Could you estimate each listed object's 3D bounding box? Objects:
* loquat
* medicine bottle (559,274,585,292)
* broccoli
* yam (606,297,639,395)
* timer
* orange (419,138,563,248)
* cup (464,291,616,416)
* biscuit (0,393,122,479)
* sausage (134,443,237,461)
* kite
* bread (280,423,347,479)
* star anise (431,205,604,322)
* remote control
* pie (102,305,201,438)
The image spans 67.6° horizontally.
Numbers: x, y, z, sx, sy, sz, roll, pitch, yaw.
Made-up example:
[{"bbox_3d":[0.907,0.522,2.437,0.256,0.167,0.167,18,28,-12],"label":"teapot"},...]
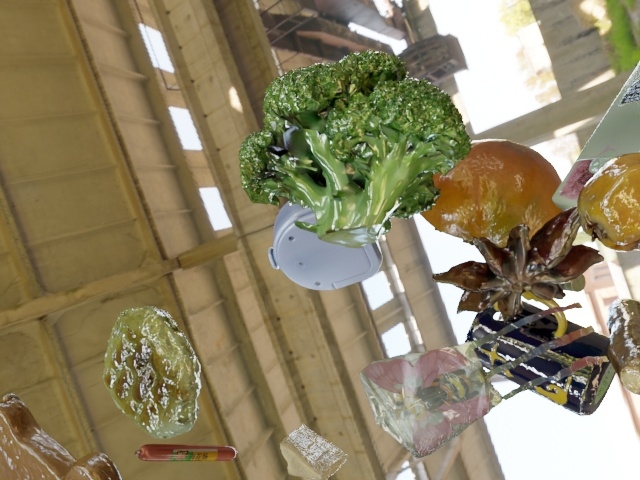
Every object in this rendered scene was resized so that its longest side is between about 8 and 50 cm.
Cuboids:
[{"bbox_3d":[0.410,-0.047,0.624,0.137,0.137,0.113,54,-166,-24],"label":"loquat"},{"bbox_3d":[0.548,0.090,1.080,0.047,0.083,0.047,-1,-87,-23],"label":"medicine bottle"},{"bbox_3d":[0.055,-0.141,0.810,0.321,0.414,0.309,-24,-77,-59],"label":"broccoli"},{"bbox_3d":[0.380,0.120,0.580,0.241,0.057,0.056,-16,-93,-60],"label":"yam"},{"bbox_3d":[0.000,0.000,1.651,0.395,0.395,0.173,45,-156,-34],"label":"timer"},{"bbox_3d":[0.371,-0.089,1.020,0.310,0.274,0.274,41,-141,-10],"label":"orange"},{"bbox_3d":[0.435,0.214,0.963,0.255,0.256,0.178,34,-98,-47],"label":"cup"},{"bbox_3d":[-0.353,0.424,0.729,0.064,0.432,0.282,-24,-52,-59],"label":"biscuit"},{"bbox_3d":[-0.245,0.401,0.900,0.223,0.029,0.029,24,-126,-42],"label":"sausage"},{"bbox_3d":[0.244,0.215,0.737,0.204,0.361,0.022,58,-163,-16],"label":"kite"},{"bbox_3d":[-0.008,0.464,0.989,0.077,0.152,0.105,-29,-63,-30],"label":"bread"},{"bbox_3d":[0.329,0.048,0.804,0.288,0.288,0.088,38,-147,-40],"label":"star anise"},{"bbox_3d":[0.524,-0.187,0.787,0.050,0.145,0.344,35,-93,-14],"label":"remote control"},{"bbox_3d":[-0.356,0.274,0.990,0.071,0.306,0.306,-16,-93,-56],"label":"pie"}]
